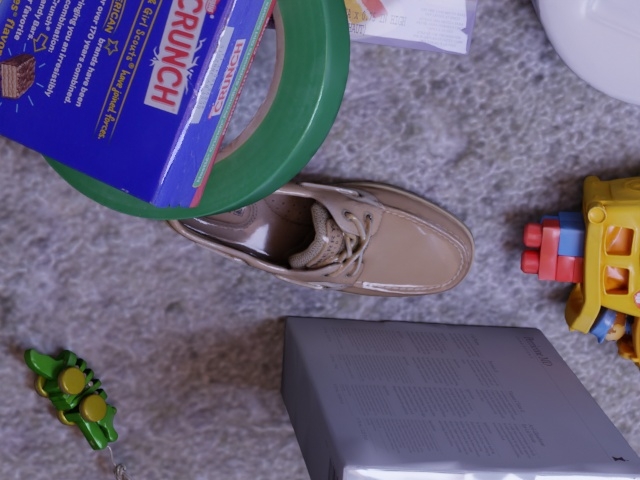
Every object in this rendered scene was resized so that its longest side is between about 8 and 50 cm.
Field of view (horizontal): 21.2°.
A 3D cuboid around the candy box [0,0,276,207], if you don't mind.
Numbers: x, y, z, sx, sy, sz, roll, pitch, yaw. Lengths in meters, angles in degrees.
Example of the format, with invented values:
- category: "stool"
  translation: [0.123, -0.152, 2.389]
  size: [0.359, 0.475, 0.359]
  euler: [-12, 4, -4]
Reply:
- category: "candy box"
  translation: [-0.214, -0.210, 1.523]
  size: [0.317, 0.122, 0.268]
  euler: [25, 100, 16]

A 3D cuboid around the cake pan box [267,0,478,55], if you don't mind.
- category: "cake pan box"
  translation: [0.035, -0.319, 1.672]
  size: [0.267, 0.070, 0.245]
  euler: [8, 103, -11]

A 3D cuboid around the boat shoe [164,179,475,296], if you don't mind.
- category: "boat shoe"
  translation: [0.000, 0.000, 1.739]
  size: [0.341, 0.110, 0.121]
  euler: [11, 105, -12]

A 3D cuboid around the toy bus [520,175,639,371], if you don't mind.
- category: "toy bus"
  translation: [0.315, 0.040, 1.797]
  size: [0.212, 0.149, 0.220]
  euler: [1, 110, 4]

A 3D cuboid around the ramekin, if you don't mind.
- category: "ramekin"
  translation: [0.334, -0.262, 1.659]
  size: [0.277, 0.135, 0.277]
  euler: [3, 111, 8]

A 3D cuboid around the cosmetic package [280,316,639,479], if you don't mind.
- category: "cosmetic package"
  translation: [0.126, 0.185, 1.676]
  size: [0.285, 0.377, 0.097]
  euler: [1, 108, -9]

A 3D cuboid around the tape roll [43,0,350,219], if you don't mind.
- category: "tape roll"
  translation: [-0.134, -0.180, 1.603]
  size: [0.321, 0.077, 0.321]
  euler: [1, 95, 17]

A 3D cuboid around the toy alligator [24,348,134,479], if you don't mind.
- category: "toy alligator"
  translation: [-0.239, 0.175, 1.788]
  size: [0.189, 0.056, 0.051]
  euler: [55, 52, -19]
